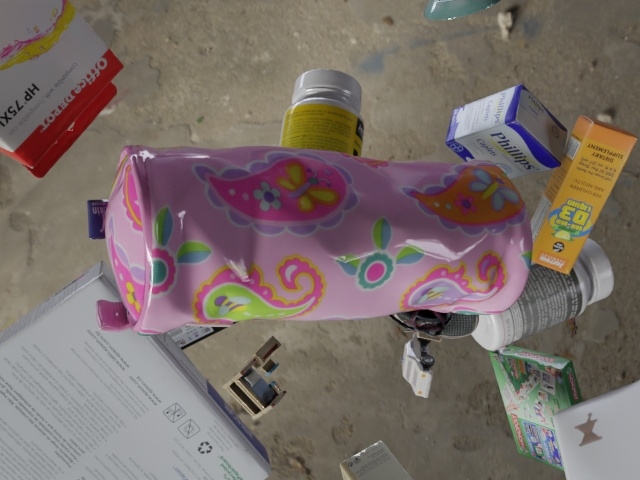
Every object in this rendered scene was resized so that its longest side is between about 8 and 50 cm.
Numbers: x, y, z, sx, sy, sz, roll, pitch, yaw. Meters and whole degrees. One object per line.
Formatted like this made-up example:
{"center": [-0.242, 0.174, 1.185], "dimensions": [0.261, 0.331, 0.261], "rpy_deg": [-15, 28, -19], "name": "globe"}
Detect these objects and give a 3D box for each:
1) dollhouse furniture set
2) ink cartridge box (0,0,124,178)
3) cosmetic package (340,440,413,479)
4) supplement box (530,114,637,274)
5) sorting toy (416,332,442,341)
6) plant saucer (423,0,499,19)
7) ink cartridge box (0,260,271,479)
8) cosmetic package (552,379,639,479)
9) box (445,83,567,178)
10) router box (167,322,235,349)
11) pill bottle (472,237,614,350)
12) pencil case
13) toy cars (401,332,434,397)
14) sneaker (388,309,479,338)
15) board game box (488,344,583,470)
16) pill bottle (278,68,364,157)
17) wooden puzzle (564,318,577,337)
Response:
{"center": [-0.143, 0.362, 1.862], "dimensions": [0.129, 0.129, 0.183], "rpy_deg": [47, 49, -1], "name": "dollhouse furniture set"}
{"center": [-0.276, -0.163, 0.610], "dimensions": [0.078, 0.231, 0.134], "rpy_deg": [23, 71, 41], "name": "ink cartridge box"}
{"center": [0.168, 0.577, 1.390], "dimensions": [0.113, 0.160, 0.309], "rpy_deg": [-24, 34, -16], "name": "cosmetic package"}
{"center": [0.395, -0.069, 1.065], "dimensions": [0.078, 0.234, 0.080], "rpy_deg": [18, 22, -1], "name": "supplement box"}
{"center": [0.265, 0.206, 1.673], "dimensions": [0.061, 0.012, 0.083], "rpy_deg": [10, 51, -5], "name": "sorting toy"}
{"center": [0.204, -0.350, 0.985], "dimensions": [0.119, 0.021, 0.119], "rpy_deg": [-14, 32, 9], "name": "plant saucer"}
{"center": [-0.280, 0.244, 0.789], "dimensions": [0.330, 0.324, 0.071], "rpy_deg": [-35, 21, -1], "name": "ink cartridge box"}
{"center": [0.545, 0.380, 0.830], "dimensions": [0.329, 0.393, 0.328], "rpy_deg": [-31, 30, 27], "name": "cosmetic package"}
{"center": [0.291, -0.162, 1.079], "dimensions": [0.137, 0.126, 0.072], "rpy_deg": [-14, 50, 50], "name": "box"}
{"center": [-0.213, 0.095, 1.558], "dimensions": [0.308, 0.081, 0.243], "rpy_deg": [-26, 28, 0], "name": "router box"}
{"center": [0.440, 0.103, 1.408], "dimensions": [0.283, 0.161, 0.161], "rpy_deg": [-19, 57, -11], "name": "pill bottle"}
{"center": [0.000, 0.000, 0.456], "dimensions": [0.283, 0.124, 0.124], "rpy_deg": [-1, 53, -26], "name": "pencil case"}
{"center": [0.247, 0.209, 1.781], "dimensions": [0.087, 0.176, 0.394], "rpy_deg": [6, 70, 1], "name": "toy cars"}
{"center": [0.157, 0.095, 1.004], "dimensions": [0.121, 0.299, 0.112], "rpy_deg": [-47, 51, 10], "name": "sneaker"}
{"center": [0.539, 0.410, 1.659], "dimensions": [0.046, 0.318, 0.213], "rpy_deg": [-30, 21, -29], "name": "board game box"}
{"center": [-0.001, -0.125, 0.962], "dimensions": [0.119, 0.119, 0.209], "rpy_deg": [3, 72, 15], "name": "pill bottle"}
{"center": [0.624, 0.208, 1.713], "dimensions": [0.006, 0.049, 0.083], "rpy_deg": [-1, 34, -2], "name": "wooden puzzle"}
